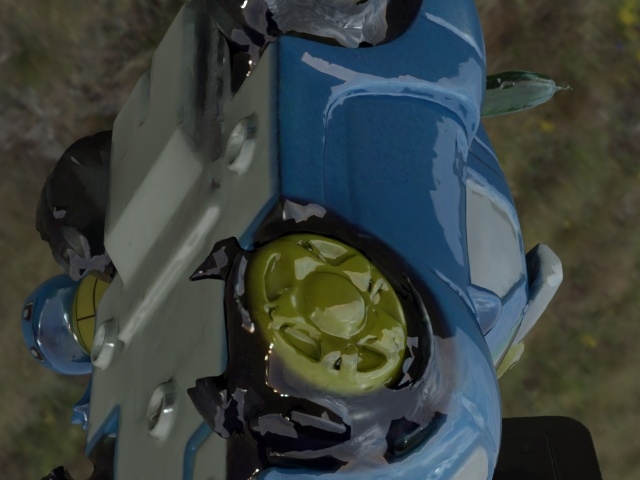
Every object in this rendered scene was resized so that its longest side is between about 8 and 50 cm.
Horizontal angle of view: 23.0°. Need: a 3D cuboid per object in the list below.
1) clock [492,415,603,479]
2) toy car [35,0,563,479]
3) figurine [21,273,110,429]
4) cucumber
[{"bbox_3d":[0.103,0.237,1.287,0.279,0.273,0.049,-4,122,-1],"label":"clock"},{"bbox_3d":[-0.004,0.026,0.563,0.166,0.314,0.198,16,137,-21],"label":"toy car"},{"bbox_3d":[-0.244,0.084,2.147,0.416,0.297,0.243,-12,-177,17],"label":"figurine"},{"bbox_3d":[0.140,-0.125,1.391,0.168,0.039,0.039,-15,154,-3],"label":"cucumber"}]
